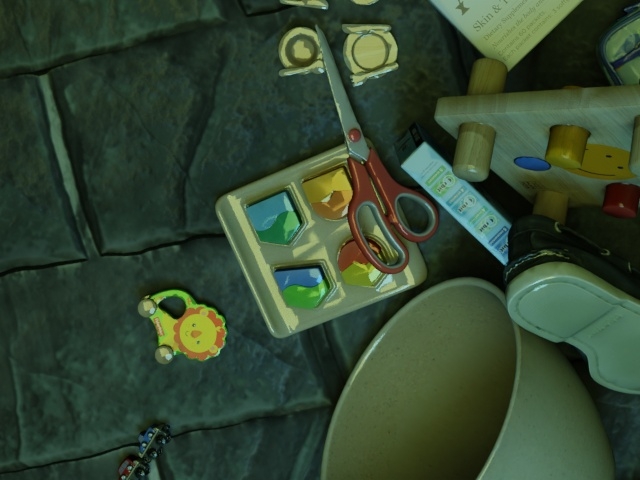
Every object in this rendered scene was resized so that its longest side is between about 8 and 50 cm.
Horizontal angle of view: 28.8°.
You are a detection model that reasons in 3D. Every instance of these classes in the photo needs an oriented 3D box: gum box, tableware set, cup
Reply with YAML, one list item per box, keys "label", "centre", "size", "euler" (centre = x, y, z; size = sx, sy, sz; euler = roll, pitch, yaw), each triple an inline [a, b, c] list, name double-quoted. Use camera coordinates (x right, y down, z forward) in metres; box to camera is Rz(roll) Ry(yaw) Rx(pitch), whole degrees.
- label: "gum box"
  centre: [0.163, -0.047, 1.402]
  size: [0.184, 0.157, 0.041]
  euler: [42, 100, -9]
- label: "tableware set"
  centre: [0.017, -0.263, 1.457]
  size: [0.141, 0.020, 0.169]
  euler: [-3, 101, 7]
- label: "cup"
  centre: [0.191, 0.241, 1.409]
  size: [0.237, 0.331, 0.331]
  euler: [31, 104, -25]

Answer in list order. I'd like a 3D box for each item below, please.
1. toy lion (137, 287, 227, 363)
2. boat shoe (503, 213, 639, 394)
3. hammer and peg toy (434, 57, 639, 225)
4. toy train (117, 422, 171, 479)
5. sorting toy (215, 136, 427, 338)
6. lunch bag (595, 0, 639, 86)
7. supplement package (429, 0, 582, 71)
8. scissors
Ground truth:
- label: "toy lion"
  centre: [-0.166, 0.104, 1.544]
  size: [0.096, 0.034, 0.100]
  euler: [-19, 98, 3]
- label: "boat shoe"
  centre: [0.303, 0.068, 1.342]
  size: [0.340, 0.113, 0.127]
  euler: [25, 131, -38]
- label: "hammer and peg toy"
  centre: [0.302, -0.067, 1.290]
  size: [0.266, 0.361, 0.127]
  euler: [1, 71, 35]
- label: "toy train"
  centre: [-0.240, 0.294, 1.589]
  size: [0.036, 0.027, 0.158]
  euler: [36, 103, 10]
- label: "sorting toy"
  centre: [0.000, 0.000, 1.499]
  size: [0.208, 0.038, 0.193]
  euler: [-23, 97, 10]
- label: "lunch bag"
  centre: [0.428, -0.210, 1.388]
  size: [0.219, 0.090, 0.176]
  euler: [-29, 93, 10]
- label: "supplement package"
  centre: [0.174, -0.342, 1.333]
  size: [0.263, 0.198, 0.199]
  euler: [45, 103, -3]
- label: "scissors"
  centre: [0.038, -0.101, 1.454]
  size: [0.109, 0.021, 0.297]
  euler: [-35, 101, -16]
